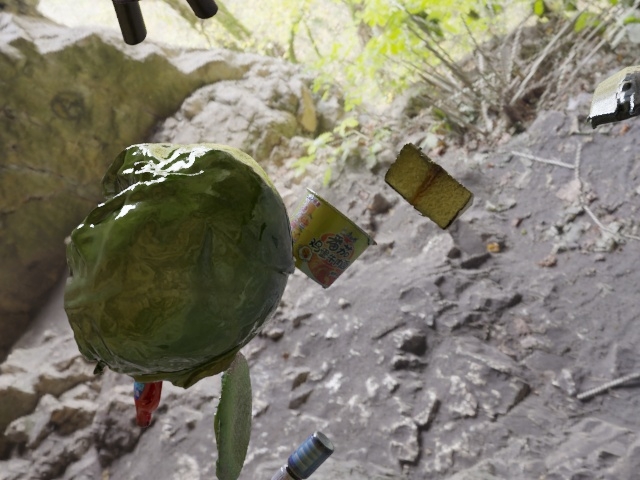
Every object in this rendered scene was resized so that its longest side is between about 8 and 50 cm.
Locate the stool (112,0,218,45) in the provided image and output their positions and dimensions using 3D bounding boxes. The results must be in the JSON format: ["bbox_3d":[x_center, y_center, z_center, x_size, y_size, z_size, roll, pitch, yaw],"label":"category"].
[{"bbox_3d":[-0.321,-0.516,1.150,0.178,0.271,0.272,70,-147,-69],"label":"stool"}]

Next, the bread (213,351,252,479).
[{"bbox_3d":[-0.190,0.388,1.394,0.301,0.045,0.302,0,-90,-87],"label":"bread"}]

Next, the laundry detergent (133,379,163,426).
[{"bbox_3d":[-0.368,0.323,1.343,0.097,0.049,0.166,19,106,47],"label":"laundry detergent"}]

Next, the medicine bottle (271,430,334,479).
[{"bbox_3d":[-0.054,0.653,1.828,0.203,0.083,0.083,-48,31,5],"label":"medicine bottle"}]

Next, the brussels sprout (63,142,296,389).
[{"bbox_3d":[-0.216,0.027,1.073,0.360,0.342,0.426,-15,52,19],"label":"brussels sprout"}]

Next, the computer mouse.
[{"bbox_3d":[0.496,-0.238,1.004,0.126,0.071,0.231,-11,15,36],"label":"computer mouse"}]

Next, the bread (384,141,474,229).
[{"bbox_3d":[0.339,-0.169,1.931,0.266,0.141,0.178,44,118,14],"label":"bread"}]

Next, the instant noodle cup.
[{"bbox_3d":[0.000,0.000,1.819,0.200,0.264,0.264,-51,30,1],"label":"instant noodle cup"}]
